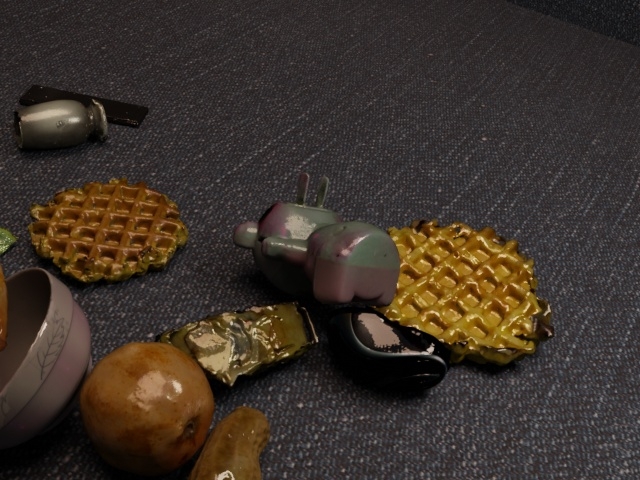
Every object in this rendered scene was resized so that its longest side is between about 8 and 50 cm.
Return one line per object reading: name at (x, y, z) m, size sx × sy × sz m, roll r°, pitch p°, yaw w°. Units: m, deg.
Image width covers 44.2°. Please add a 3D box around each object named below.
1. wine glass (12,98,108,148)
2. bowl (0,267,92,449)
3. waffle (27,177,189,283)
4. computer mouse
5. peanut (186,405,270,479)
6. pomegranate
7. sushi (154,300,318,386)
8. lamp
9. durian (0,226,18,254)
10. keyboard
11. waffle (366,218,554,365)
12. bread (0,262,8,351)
wine glass at (-0.608, -0.272, 1.845) m, size 0.204 × 0.111 × 0.111 m, roll -12°, pitch 43°, yaw -30°
bowl at (-0.456, 0.196, 1.201) m, size 0.287 × 0.144 × 0.287 m, roll -28°, pitch 38°, yaw 24°
waffle at (-0.425, -0.028, 1.615) m, size 0.325 × 0.068 × 0.302 m, roll -26°, pitch 51°, yaw -37°
computer mouse at (0.111, 0.202, 1.400) m, size 0.233 × 0.137 × 0.096 m, roll 18°, pitch 57°, yaw 17°
peanut at (-0.135, 0.340, 1.197) m, size 0.108 × 0.095 × 0.226 m, roll 42°, pitch 30°, yaw -13°
pomegranate at (-0.260, 0.252, 1.179) m, size 0.207 × 0.207 × 0.207 m, roll 7°, pitch 38°, yaw -5°
sushi at (-0.142, 0.195, 1.366) m, size 0.291 × 0.131 × 0.139 m, roll -8°, pitch 64°, yaw -33°
lamp at (0.000, 0.000, 1.519) m, size 0.247 × 0.247 × 0.301 m, roll 2°, pitch 9°, yaw -41°
durian at (-0.677, 0.020, 1.487) m, size 0.100 × 0.086 × 0.215 m, roll 36°, pitch 40°, yaw 9°
keyboard at (-0.603, -0.344, 2.016) m, size 0.310 × 0.018 × 0.101 m, roll 11°, pitch 36°, yaw 0°
waffle at (0.271, 0.102, 1.606) m, size 0.380 × 0.095 × 0.382 m, roll 7°, pitch 40°, yaw -3°
bread at (-0.628, 0.138, 1.130) m, size 0.398 × 0.215 × 0.398 m, roll -22°, pitch 43°, yaw 22°
